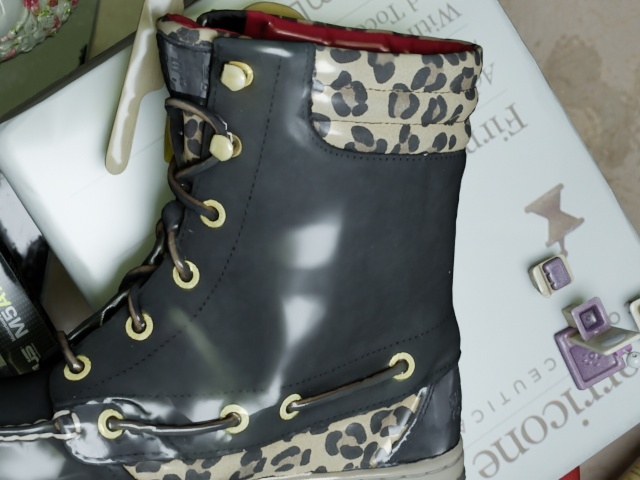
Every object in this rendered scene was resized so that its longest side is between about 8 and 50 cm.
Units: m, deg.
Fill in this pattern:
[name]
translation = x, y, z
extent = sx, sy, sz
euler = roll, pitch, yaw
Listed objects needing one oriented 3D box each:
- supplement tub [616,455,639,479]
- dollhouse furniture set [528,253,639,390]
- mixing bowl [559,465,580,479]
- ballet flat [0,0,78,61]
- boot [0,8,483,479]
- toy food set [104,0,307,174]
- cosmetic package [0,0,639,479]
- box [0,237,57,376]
[supplement tub]
translation = 0.304, 0.294, 1.323
extent = 0.331, 0.241, 0.241
euler = -45, 101, -5
[dollhouse furniture set]
translation = 0.205, 0.035, 1.035
extent = 0.114, 0.081, 0.091
euler = -27, 99, -10
[mixing bowl]
translation = 0.137, 0.202, 1.326
extent = 0.181, 0.181, 0.098
euler = -36, 113, -7
[ballet flat]
translation = -0.298, -0.165, 1.255
extent = 0.241, 0.077, 0.091
euler = -16, 96, -10
[boot]
translation = -0.083, 0.017, 0.922
extent = 0.378, 0.138, 0.284
euler = 3, 106, -14
[toy food set]
translation = -0.031, -0.076, 1.006
extent = 0.192, 0.038, 0.132
euler = 15, 97, -18
[cosmetic package]
translation = 0.000, 0.000, 1.198
extent = 0.329, 0.327, 0.393
euler = -34, 100, -8
[box]
translation = -0.246, 0.022, 1.220
extent = 0.045, 0.191, 0.184
euler = -34, 100, -8
